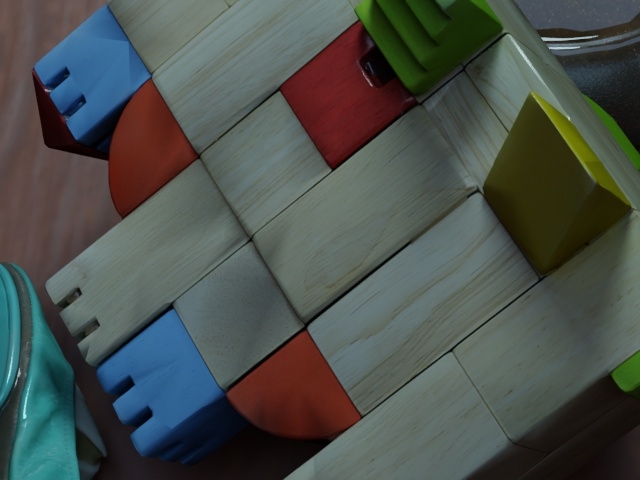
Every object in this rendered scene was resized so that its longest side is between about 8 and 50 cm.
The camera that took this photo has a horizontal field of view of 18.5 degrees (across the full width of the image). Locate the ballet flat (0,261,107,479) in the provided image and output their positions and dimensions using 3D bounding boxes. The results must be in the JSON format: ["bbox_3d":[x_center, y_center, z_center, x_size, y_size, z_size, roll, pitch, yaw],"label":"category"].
[{"bbox_3d":[-0.139,0.111,0.903,0.083,0.087,0.247,-38,33,19],"label":"ballet flat"}]

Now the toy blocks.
[{"bbox_3d":[0.000,0.000,0.889,0.261,0.191,0.381,-38,65,14],"label":"toy blocks"}]

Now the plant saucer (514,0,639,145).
[{"bbox_3d":[0.126,-0.200,0.993,0.310,0.050,0.310,-2,80,12],"label":"plant saucer"}]
